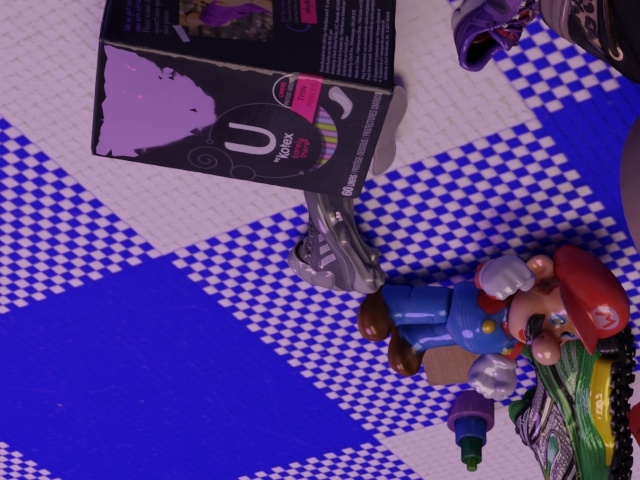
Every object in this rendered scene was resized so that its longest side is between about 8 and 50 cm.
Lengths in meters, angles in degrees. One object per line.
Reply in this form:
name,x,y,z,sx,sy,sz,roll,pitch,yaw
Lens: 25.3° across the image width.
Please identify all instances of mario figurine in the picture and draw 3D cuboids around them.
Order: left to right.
mario figurine,0.202,0.105,1.655,0.320,0.170,0.198,-12,175,31

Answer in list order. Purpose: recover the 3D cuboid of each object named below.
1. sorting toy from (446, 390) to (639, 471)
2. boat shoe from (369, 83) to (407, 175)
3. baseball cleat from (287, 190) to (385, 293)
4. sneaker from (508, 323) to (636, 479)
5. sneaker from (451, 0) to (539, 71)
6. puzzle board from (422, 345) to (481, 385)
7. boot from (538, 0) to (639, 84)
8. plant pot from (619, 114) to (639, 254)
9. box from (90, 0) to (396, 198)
sorting toy,0.352,0.282,1.914,0.365,0.126,0.127,4,143,-1
boat shoe,0.061,-0.121,1.490,0.046,0.038,0.125,-32,151,-24
baseball cleat,0.000,0.000,1.628,0.109,0.072,0.206,-5,138,23
sneaker,0.318,0.255,1.815,0.146,0.134,0.343,6,107,26
sneaker,0.185,-0.216,1.328,0.068,0.071,0.170,20,139,-20
puzzle board,0.179,0.148,1.851,0.096,0.011,0.128,-6,142,11
boot,0.317,-0.222,1.119,0.138,0.284,0.377,-25,151,-23
plant pot,0.460,-0.070,1.292,0.256,0.256,0.274,22,152,-21
box,-0.074,-0.160,1.367,0.270,0.143,0.165,9,142,-5
